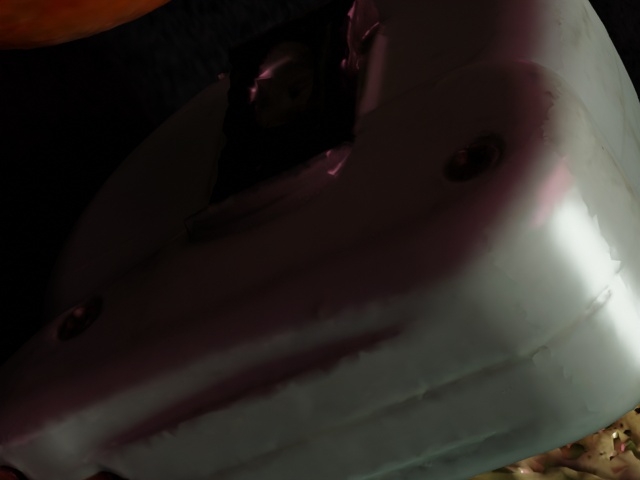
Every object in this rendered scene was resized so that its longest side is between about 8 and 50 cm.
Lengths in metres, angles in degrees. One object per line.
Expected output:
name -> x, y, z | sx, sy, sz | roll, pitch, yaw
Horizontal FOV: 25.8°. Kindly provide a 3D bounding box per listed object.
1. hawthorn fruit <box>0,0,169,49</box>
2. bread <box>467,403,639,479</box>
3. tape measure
hawthorn fruit -> -0.120, -0.197, 0.413 | 0.284, 0.284, 0.284 | 39, 41, -44
bread -> 0.130, 0.135, 0.839 | 0.248, 0.279, 0.315 | -74, 178, -47
tape measure -> 0.000, 0.001, 0.526 | 0.125, 0.243, 0.246 | 54, 25, -29
